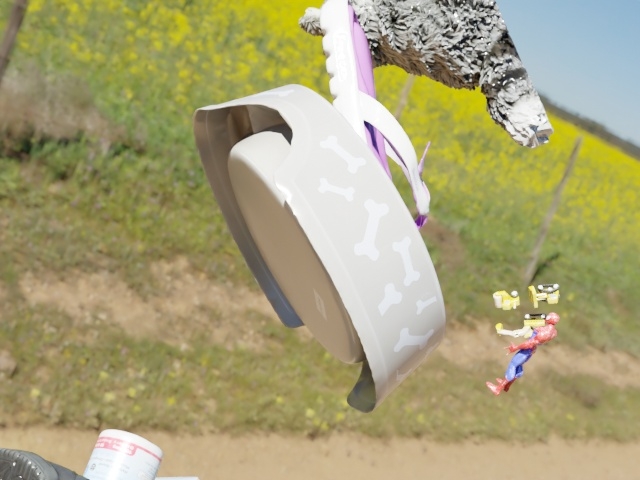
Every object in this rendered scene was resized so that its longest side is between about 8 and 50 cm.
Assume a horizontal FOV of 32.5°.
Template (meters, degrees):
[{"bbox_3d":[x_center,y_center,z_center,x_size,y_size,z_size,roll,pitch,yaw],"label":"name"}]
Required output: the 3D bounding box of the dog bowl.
[{"bbox_3d":[0.000,0.000,1.107,0.348,0.102,0.349,55,-14,20],"label":"dog bowl"}]

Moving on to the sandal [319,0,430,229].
[{"bbox_3d":[0.089,-0.124,1.425,0.102,0.416,0.169,-15,-2,12],"label":"sandal"}]

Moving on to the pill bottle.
[{"bbox_3d":[-0.264,0.326,1.378,0.087,0.160,0.087,15,-27,8],"label":"pill bottle"}]

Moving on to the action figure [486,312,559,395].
[{"bbox_3d":[0.226,0.122,1.209,0.038,0.115,0.030,-1,46,-49],"label":"action figure"}]

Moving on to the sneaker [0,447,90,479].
[{"bbox_3d":[-0.094,0.149,0.541,0.170,0.051,0.089,14,-8,37],"label":"sneaker"}]

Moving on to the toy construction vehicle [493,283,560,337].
[{"bbox_3d":[0.310,0.108,1.645,0.098,0.086,0.035,-3,39,11],"label":"toy construction vehicle"}]

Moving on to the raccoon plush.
[{"bbox_3d":[0.143,-0.288,1.709,0.446,0.299,0.216,-102,165,-47],"label":"raccoon plush"}]

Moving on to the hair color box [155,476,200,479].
[{"bbox_3d":[-0.234,0.536,1.518,0.114,0.374,0.185,-9,-50,30],"label":"hair color box"}]
